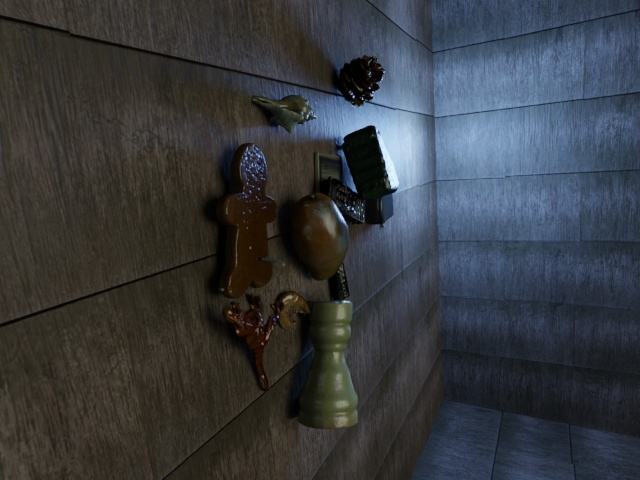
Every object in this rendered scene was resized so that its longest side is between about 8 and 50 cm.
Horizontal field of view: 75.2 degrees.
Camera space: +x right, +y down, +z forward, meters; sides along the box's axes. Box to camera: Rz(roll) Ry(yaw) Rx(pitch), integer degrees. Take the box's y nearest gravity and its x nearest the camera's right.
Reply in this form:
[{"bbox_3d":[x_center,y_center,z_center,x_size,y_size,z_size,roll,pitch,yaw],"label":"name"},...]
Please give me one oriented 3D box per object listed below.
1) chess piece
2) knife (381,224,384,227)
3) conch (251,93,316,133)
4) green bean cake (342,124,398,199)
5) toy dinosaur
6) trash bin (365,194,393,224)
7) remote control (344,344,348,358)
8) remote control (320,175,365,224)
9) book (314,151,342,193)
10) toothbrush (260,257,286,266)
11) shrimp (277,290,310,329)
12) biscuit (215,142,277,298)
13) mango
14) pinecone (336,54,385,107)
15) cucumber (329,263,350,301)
[{"bbox_3d":[0.031,0.445,1.551,0.234,0.234,0.441,20,69,-60],"label":"chess piece"},{"bbox_3d":[0.346,-0.178,2.303,0.054,0.015,0.211,-12,101,-69],"label":"knife"},{"bbox_3d":[-0.102,-0.408,1.359,0.234,0.137,0.114,-32,149,-44],"label":"conch"},{"bbox_3d":[0.230,-0.342,1.877,0.308,0.169,0.300,-20,94,-70],"label":"green bean cake"},{"bbox_3d":[-0.179,0.274,1.252,0.432,0.097,0.208,72,25,-46],"label":"toy dinosaur"},{"bbox_3d":[0.302,-0.181,2.136,0.236,0.101,0.176,-28,114,-60],"label":"trash bin"},{"bbox_3d":[0.078,0.428,1.821,0.077,0.022,0.244,-61,140,-45],"label":"remote control"},{"bbox_3d":[0.100,-0.157,1.759,0.399,0.062,0.144,20,74,-63],"label":"remote control"},{"bbox_3d":[0.040,-0.196,1.729,0.228,0.018,0.322,-12,101,-62],"label":"book"},{"bbox_3d":[-0.146,0.068,1.297,0.167,0.011,0.014,24,77,-68],"label":"toothbrush"},{"bbox_3d":[-0.100,0.250,1.470,0.187,0.052,0.132,40,75,-49],"label":"shrimp"},{"bbox_3d":[-0.217,-0.063,1.207,0.283,0.064,0.431,-13,104,-67],"label":"biscuit"},{"bbox_3d":[0.000,0.000,1.490,0.221,0.199,0.383,-68,158,-46],"label":"mango"},{"bbox_3d":[0.173,-0.681,1.767,0.184,0.205,0.179,45,47,-33],"label":"pinecone"},{"bbox_3d":[0.074,0.156,1.752,0.074,0.075,0.241,-36,119,-56],"label":"cucumber"}]
